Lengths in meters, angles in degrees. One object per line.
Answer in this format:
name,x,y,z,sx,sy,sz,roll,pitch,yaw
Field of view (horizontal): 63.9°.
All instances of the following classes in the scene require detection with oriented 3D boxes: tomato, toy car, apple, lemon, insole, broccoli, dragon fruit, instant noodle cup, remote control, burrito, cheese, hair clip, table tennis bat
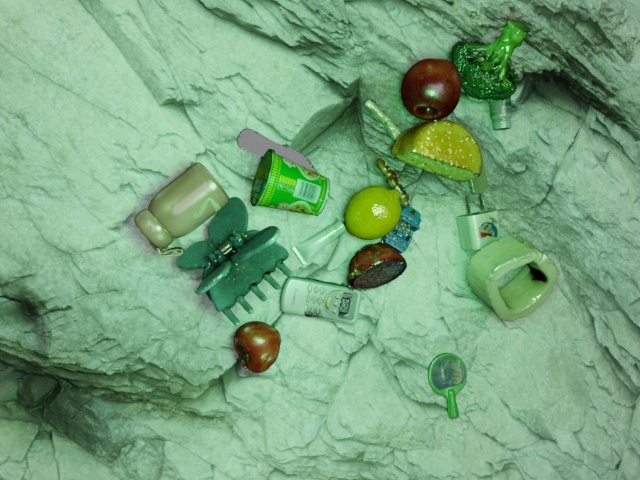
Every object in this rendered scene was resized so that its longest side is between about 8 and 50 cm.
tomato,-0.207,0.363,1.759,0.151,0.187,0.187,-18,95,-35
toy car,0.310,-0.044,1.913,0.097,0.100,0.191,30,80,-9
apple,0.402,-0.547,1.866,0.218,0.218,0.202,6,80,-14
lemon,0.188,-0.097,1.843,0.244,0.187,0.187,-36,100,22
insole,-0.150,-0.298,1.843,0.322,0.007,0.109,28,83,-12
broccoli,0.624,-0.664,1.890,0.297,0.297,0.298,15,43,-14
dragon fruit,0.186,0.071,1.852,0.223,0.218,0.148,-20,64,-2
instant noodle cup,-0.097,-0.185,1.769,0.232,0.207,0.207,16,87,-19
remote control,0.003,0.215,1.864,0.296,0.056,0.141,12,86,-15
burrito,0.233,-0.448,1.915,0.185,0.045,0.041,46,46,-8
cheese,0.717,0.131,1.926,0.292,0.153,0.332,-44,128,7
hair clip,-0.263,0.083,1.689,0.318,0.392,0.238,-43,127,-11
table tennis bat,0.503,0.567,2.004,0.160,0.039,0.258,-9,90,-11

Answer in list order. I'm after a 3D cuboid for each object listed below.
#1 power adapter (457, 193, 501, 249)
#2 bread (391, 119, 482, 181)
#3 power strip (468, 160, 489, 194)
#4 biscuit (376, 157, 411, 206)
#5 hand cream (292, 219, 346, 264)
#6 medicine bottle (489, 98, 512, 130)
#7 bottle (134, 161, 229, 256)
power adapter,0.604,-0.075,1.972,0.129,0.125,0.205,-12,94,-13
bread,0.445,-0.348,1.892,0.339,0.194,0.179,17,87,-12
power strip,0.615,-0.255,2.022,0.076,0.028,0.169,-13,92,-14
biscuit,0.274,-0.218,1.887,0.031,0.138,0.205,-33,100,20
hand cream,0.000,0.000,1.865,0.204,0.050,0.078,-36,98,-7
medicine bottle,0.708,-0.501,2.014,0.080,0.080,0.131,-5,91,-14
bottle,-0.450,-0.092,1.688,0.296,0.173,0.206,-40,105,-11
